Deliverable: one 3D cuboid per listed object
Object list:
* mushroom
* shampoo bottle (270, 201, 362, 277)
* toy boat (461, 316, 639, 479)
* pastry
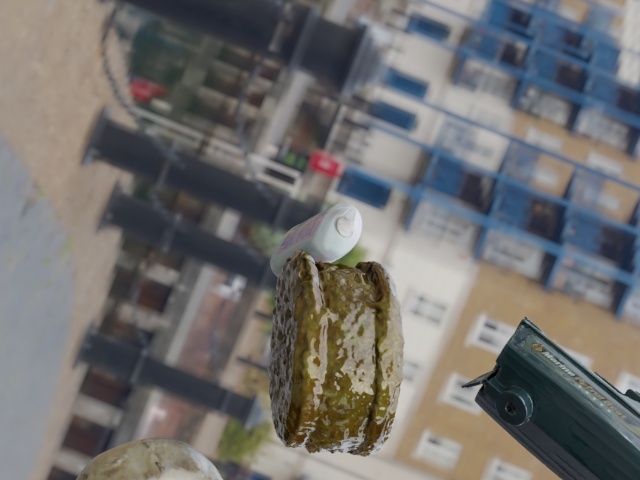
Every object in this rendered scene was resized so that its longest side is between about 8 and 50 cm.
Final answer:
[{"bbox_3d":[-0.163,0.268,1.523,0.127,0.166,0.166,19,-93,63],"label":"mushroom"},{"bbox_3d":[0.000,0.000,1.575,0.099,0.043,0.072,-28,-160,52],"label":"shampoo bottle"},{"bbox_3d":[0.305,0.212,1.739,0.122,0.296,0.114,-32,153,-46],"label":"toy boat"},{"bbox_3d":[0.012,0.104,1.479,0.189,0.103,0.189,-176,-90,-79],"label":"pastry"}]
